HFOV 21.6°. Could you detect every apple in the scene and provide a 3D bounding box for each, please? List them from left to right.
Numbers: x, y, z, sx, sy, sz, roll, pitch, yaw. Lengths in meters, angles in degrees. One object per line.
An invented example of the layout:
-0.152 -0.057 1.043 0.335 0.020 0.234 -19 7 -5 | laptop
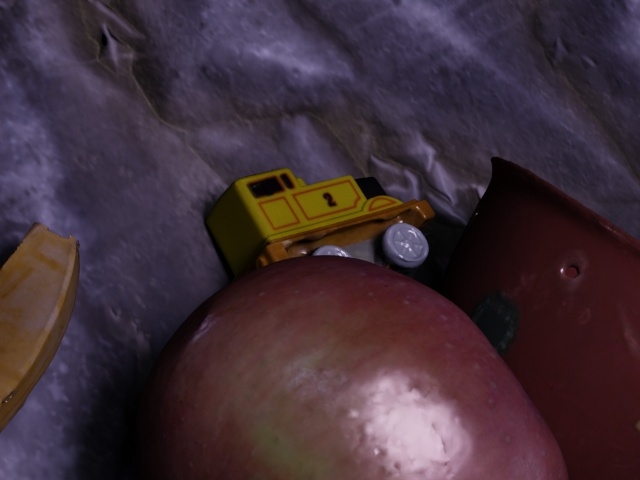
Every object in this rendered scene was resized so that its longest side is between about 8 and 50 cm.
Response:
0.017 0.159 1.159 0.235 0.305 0.306 -39 92 -24 | apple

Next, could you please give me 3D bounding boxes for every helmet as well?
0.224 0.127 1.339 0.385 0.337 0.230 39 90 -34 | helmet

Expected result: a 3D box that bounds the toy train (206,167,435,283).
0.000 0.000 1.354 0.219 0.089 0.127 -16 67 -39 | toy train

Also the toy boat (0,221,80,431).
-0.215 0.069 1.173 0.064 0.072 0.206 25 43 -4 | toy boat
